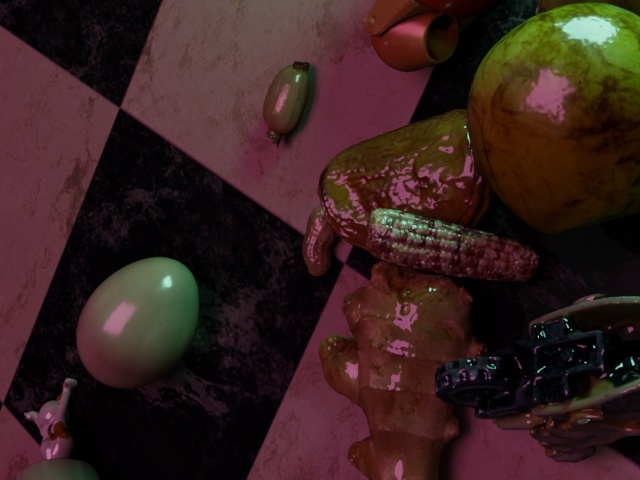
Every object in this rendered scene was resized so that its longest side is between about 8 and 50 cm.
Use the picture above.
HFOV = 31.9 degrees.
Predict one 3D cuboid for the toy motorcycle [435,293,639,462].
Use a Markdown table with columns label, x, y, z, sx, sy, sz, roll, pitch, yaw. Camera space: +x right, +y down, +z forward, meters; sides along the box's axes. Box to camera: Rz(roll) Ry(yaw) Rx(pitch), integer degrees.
| label | x | y | z | sx | sy | sz | roll | pitch | yaw |
| --- | --- | --- | --- | --- | --- | --- | --- | --- | --- |
| toy motorcycle | 0.340 | 0.157 | 1.322 | 0.410 | 0.237 | 0.169 | -18 | 57 | 41 |

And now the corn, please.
| label | x | y | z | sx | sy | sz | roll | pitch | yaw |
| --- | --- | --- | --- | --- | --- | --- | --- | --- | --- |
| corn | 0.176 | 0.011 | 1.524 | 0.237 | 0.079 | 0.080 | 12 | 92 | 1 |

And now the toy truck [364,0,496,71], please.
| label | x | y | z | sx | sy | sz | roll | pitch | yaw |
| --- | --- | --- | --- | --- | --- | --- | --- | --- | --- |
| toy truck | 0.141 | -0.389 | 1.614 | 0.239 | 0.189 | 0.265 | -46 | 56 | 36 |

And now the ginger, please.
| label | x | y | z | sx | sy | sz | roll | pitch | yaw |
| --- | --- | --- | --- | --- | --- | --- | --- | --- | --- |
| ginger | 0.092 | 0.218 | 1.565 | 0.236 | 0.166 | 0.376 | 15 | 82 | 9 |

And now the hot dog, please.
| label | x | y | z | sx | sy | sz | roll | pitch | yaw |
| --- | --- | --- | --- | --- | --- | --- | --- | --- | --- |
| hot dog | 0.128 | -0.082 | 1.613 | 0.272 | 0.122 | 0.196 | -19 | 68 | 30 |

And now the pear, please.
| label | x | y | z | sx | sy | sz | roll | pitch | yaw |
| --- | --- | --- | --- | --- | --- | --- | --- | --- | --- |
| pear | 0.314 | -0.146 | 1.365 | 0.283 | 0.283 | 0.284 | -7 | 79 | 40 |

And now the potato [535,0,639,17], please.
| label | x | y | z | sx | sy | sz | roll | pitch | yaw |
| --- | --- | --- | --- | --- | --- | --- | --- | --- | --- |
| potato | 0.385 | -0.348 | 1.415 | 0.248 | 0.143 | 0.169 | 11 | 97 | 41 |

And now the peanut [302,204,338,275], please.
| label | x | y | z | sx | sy | sz | roll | pitch | yaw |
| --- | --- | --- | --- | --- | --- | --- | --- | --- | --- |
| peanut | 0.000 | 0.000 | 1.762 | 0.054 | 0.054 | 0.113 | 10 | 93 | 42 |

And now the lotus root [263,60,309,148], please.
| label | x | y | z | sx | sy | sz | roll | pitch | yaw |
| --- | --- | --- | --- | --- | --- | --- | --- | --- | --- |
| lotus root | -0.059 | -0.226 | 1.837 | 0.073 | 0.062 | 0.150 | 26 | 100 | 41 |

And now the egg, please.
| label | x | y | z | sx | sy | sz | roll | pitch | yaw |
| --- | --- | --- | --- | --- | --- | --- | --- | --- | --- |
| egg | -0.308 | 0.139 | 1.917 | 0.254 | 0.188 | 0.188 | -54 | 54 | 18 |

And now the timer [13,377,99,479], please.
| label | x | y | z | sx | sy | sz | roll | pitch | yaw |
| --- | --- | --- | --- | --- | --- | --- | --- | --- | --- |
| timer | -0.496 | 0.398 | 2.091 | 0.175 | 0.175 | 0.266 | -43 | 42 | 28 |
